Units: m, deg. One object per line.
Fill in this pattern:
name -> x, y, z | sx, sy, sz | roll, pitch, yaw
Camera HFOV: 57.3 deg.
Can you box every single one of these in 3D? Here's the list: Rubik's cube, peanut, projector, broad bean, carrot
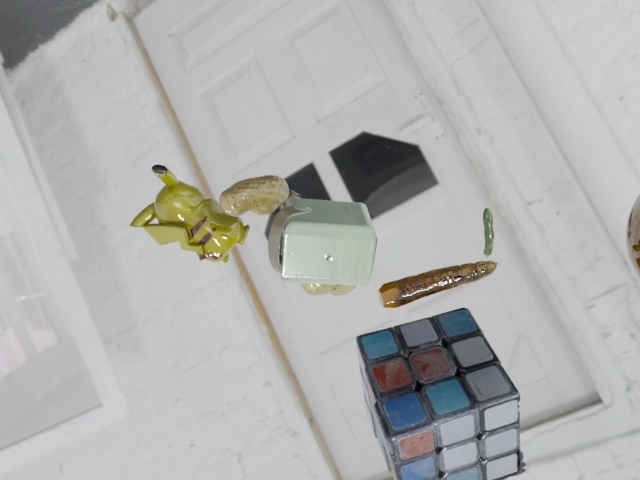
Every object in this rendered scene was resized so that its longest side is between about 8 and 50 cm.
Rubik's cube -> 0.311, 0.448, 1.596 | 0.362, 0.359, 0.362 | -16, 128, -1
peanut -> 0.031, 0.101, 1.656 | 0.123, 0.124, 0.256 | -33, 166, 34
peanut -> -0.174, -0.117, 1.571 | 0.095, 0.108, 0.225 | -14, -179, 45
projector -> 0.000, 0.000, 1.352 | 0.242, 0.164, 0.177 | 2, -156, -6
broad bean -> 0.627, -0.019, 2.191 | 0.039, 0.069, 0.227 | -7, 130, 6
carrot -> 0.293, 0.100, 1.429 | 0.314, 0.066, 0.066 | -14, 167, -9

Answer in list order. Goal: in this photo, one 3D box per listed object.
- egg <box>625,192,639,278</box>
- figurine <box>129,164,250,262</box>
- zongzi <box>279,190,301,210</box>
egg -> 0.655, -0.016, 0.921 | 0.282, 0.283, 0.351 | -23, 169, -16
figurine -> -0.382, -0.057, 1.714 | 0.218, 0.326, 0.169 | -48, -173, 23
zongzi -> -0.070, -0.049, 1.809 | 0.084, 0.184, 0.187 | -19, 149, 4
